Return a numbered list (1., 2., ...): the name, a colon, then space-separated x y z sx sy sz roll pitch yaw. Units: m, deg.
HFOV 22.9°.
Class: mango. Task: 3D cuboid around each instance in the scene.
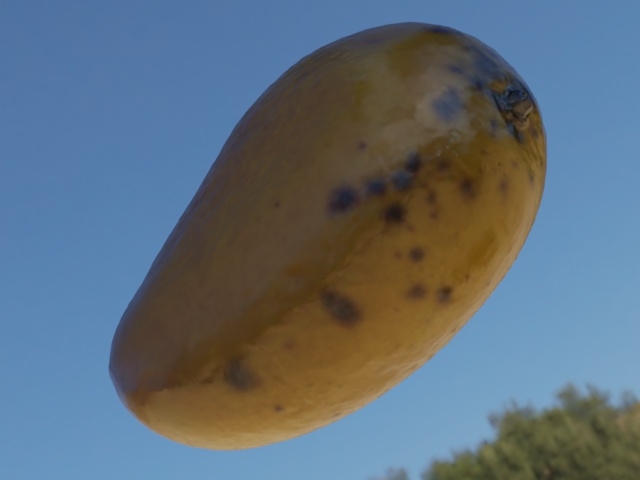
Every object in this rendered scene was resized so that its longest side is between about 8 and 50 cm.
1. mango: 0.000 0.000 0.350 0.114 0.079 0.057 -41 -49 3
